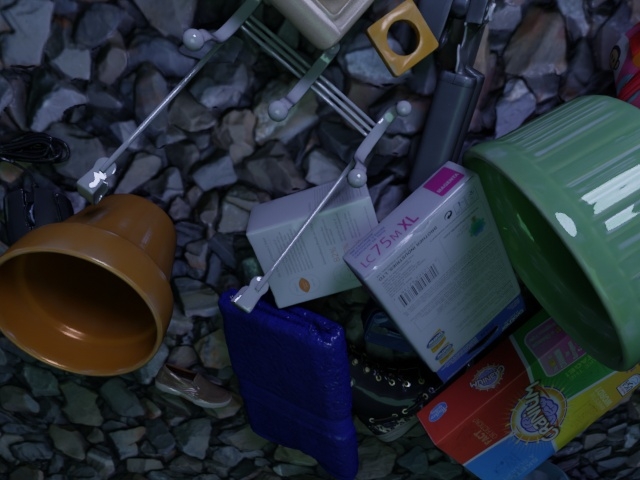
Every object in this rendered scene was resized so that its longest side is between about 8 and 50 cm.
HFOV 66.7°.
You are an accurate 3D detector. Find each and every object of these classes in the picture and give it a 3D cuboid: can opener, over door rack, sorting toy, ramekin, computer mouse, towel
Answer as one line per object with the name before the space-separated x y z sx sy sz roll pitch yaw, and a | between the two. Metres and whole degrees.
can opener | 0.149 -0.195 0.607 0.095 0.076 0.283 25 121 22
over door rack | -0.078 -0.102 0.546 0.239 0.108 0.324 39 87 -9
sorting toy | 0.008 -0.326 0.489 0.348 0.047 0.196 41 88 -14
ramekin | 0.314 -0.018 0.571 0.148 0.303 0.303 -33 115 7
computer mouse | -0.434 -0.019 0.686 0.184 0.060 0.262 1 118 -2
towel | -0.041 0.223 0.774 0.228 0.076 0.308 14 127 31

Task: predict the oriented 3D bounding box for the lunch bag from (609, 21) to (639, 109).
lunch bag | 0.470 -0.215 0.495 0.258 0.120 0.293 21 151 -16

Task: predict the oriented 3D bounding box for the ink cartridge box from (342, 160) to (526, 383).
ink cartridge box | 0.175 0.063 0.677 0.186 0.065 0.311 -42 129 -4

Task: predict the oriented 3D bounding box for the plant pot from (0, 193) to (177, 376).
plant pot | -0.280 0.038 0.638 0.205 0.188 0.205 2 125 3

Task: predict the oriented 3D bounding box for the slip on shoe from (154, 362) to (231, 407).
slip on shoe | -0.217 0.250 0.846 0.135 0.051 0.041 22 105 -6

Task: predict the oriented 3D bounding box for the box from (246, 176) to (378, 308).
box | 0.000 0.000 0.685 0.170 0.091 0.130 -16 118 7

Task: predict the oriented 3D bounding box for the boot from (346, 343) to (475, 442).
boot | 0.121 0.226 0.817 0.178 0.085 0.236 37 111 -16

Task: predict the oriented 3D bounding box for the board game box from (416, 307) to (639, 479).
board game box | 0.346 0.252 0.786 0.316 0.064 0.242 -43 122 7

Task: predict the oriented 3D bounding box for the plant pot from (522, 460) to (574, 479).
plant pot | 0.458 0.577 0.925 0.272 0.271 0.255 -35 99 17

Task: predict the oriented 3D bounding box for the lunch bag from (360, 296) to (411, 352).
lunch bag | 0.117 0.135 0.776 0.098 0.065 0.067 16 117 -9
